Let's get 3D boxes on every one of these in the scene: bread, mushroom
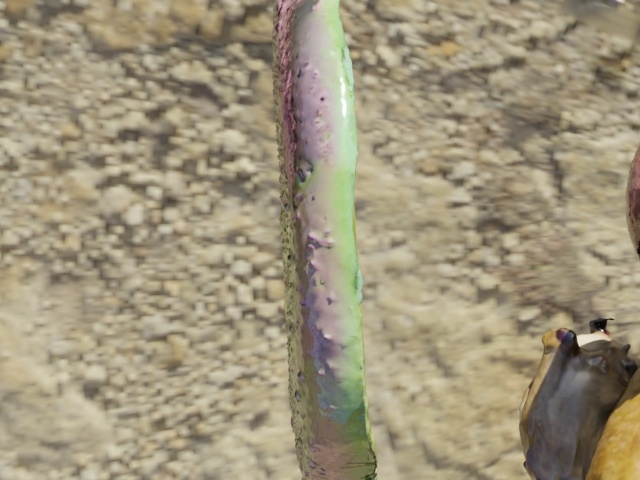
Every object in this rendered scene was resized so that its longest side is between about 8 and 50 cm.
[{"bbox_3d":[0.000,0.000,0.769,0.033,0.228,0.229,-2,89,-2],"label":"bread"},{"bbox_3d":[0.256,0.229,1.435,0.259,0.345,0.345,9,93,28],"label":"mushroom"}]

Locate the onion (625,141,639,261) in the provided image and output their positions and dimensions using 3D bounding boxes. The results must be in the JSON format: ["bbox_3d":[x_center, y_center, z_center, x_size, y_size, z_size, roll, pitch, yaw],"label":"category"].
[{"bbox_3d":[0.332,-0.052,1.376,0.227,0.283,0.120,-28,56,24],"label":"onion"}]
